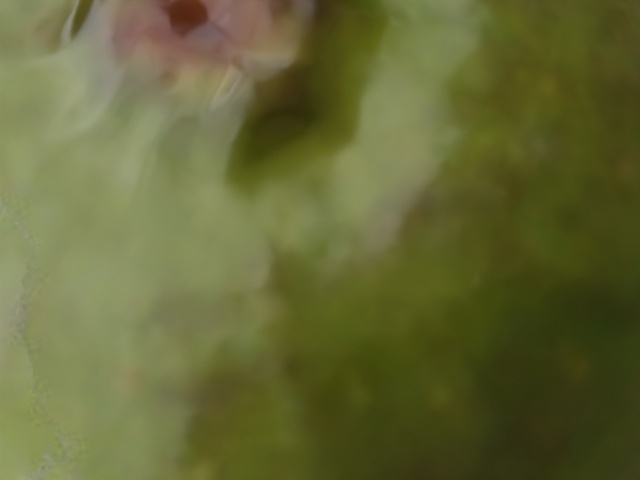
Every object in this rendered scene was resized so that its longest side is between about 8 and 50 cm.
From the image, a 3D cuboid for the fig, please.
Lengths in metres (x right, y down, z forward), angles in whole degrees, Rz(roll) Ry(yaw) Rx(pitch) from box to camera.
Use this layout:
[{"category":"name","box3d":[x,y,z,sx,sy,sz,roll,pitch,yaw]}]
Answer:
[{"category":"fig","box3d":[0.000,0.000,0.583,0.326,0.258,0.258,41,-117,-70]}]
